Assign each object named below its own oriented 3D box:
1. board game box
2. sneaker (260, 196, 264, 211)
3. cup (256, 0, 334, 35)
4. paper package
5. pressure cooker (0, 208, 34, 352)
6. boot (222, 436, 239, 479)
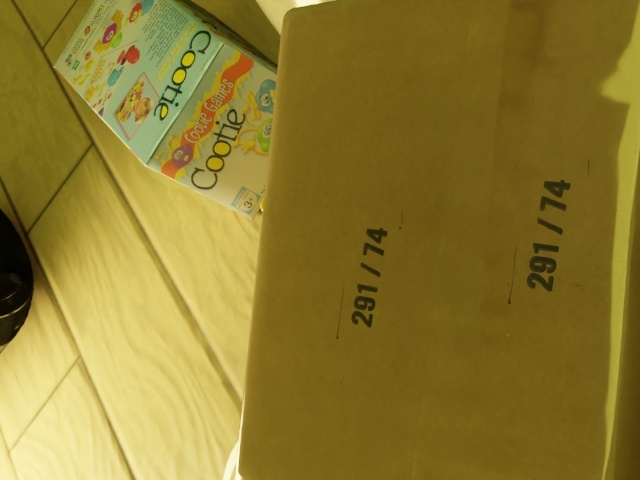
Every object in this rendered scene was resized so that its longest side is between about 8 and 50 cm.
[{"bbox_3d":[-0.140,-0.160,1.471,0.144,0.142,0.275,-56,38,8],"label":"board game box"},{"bbox_3d":[0.000,0.000,1.281,0.175,0.067,0.064,31,91,50],"label":"sneaker"},{"bbox_3d":[0.038,-0.308,1.282,0.331,0.237,0.331,-27,50,37],"label":"cup"},{"bbox_3d":[0.116,0.015,0.872,0.309,0.168,0.325,0,82,45],"label":"paper package"},{"bbox_3d":[-0.579,0.112,1.639,0.420,0.375,0.370,-47,16,19],"label":"pressure cooker"},{"bbox_3d":[0.028,0.209,1.107,0.262,0.095,0.203,-49,49,32],"label":"boot"}]
